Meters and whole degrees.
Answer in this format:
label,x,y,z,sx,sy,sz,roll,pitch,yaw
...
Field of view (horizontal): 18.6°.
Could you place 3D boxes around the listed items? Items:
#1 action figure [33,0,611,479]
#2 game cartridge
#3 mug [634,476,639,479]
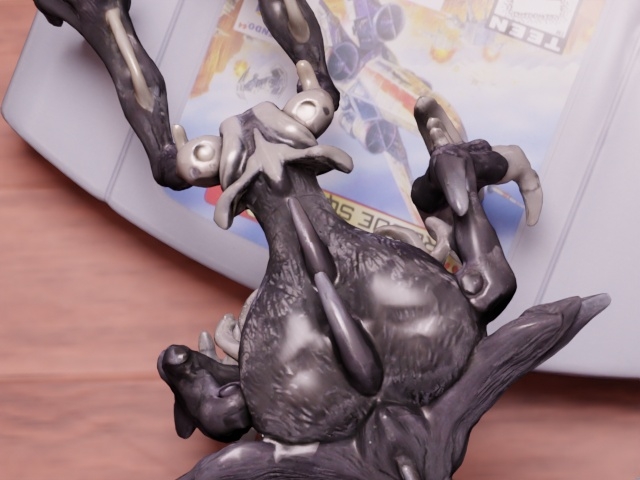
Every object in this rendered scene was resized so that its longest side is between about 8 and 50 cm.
label,x,y,z,sx,sy,sz,roll,pitch,yaw
action figure,0.000,0.000,0.686,0.164,0.141,0.276,-26,68,7
game cartridge,0.029,-0.064,0.776,0.297,0.062,0.198,21,88,10
mug,0.075,0.300,0.577,0.328,0.374,0.276,-31,31,-20
